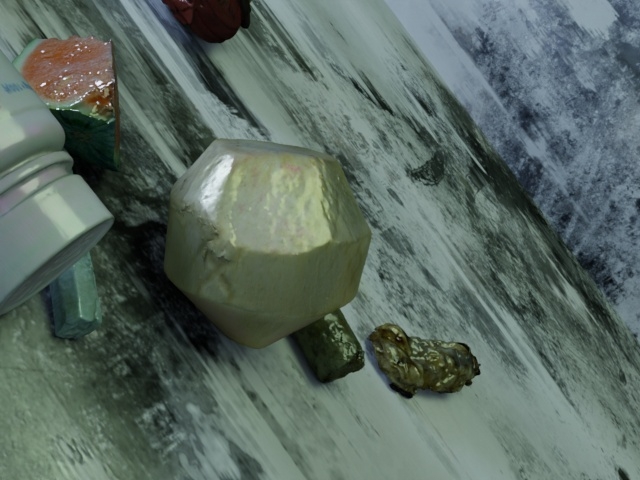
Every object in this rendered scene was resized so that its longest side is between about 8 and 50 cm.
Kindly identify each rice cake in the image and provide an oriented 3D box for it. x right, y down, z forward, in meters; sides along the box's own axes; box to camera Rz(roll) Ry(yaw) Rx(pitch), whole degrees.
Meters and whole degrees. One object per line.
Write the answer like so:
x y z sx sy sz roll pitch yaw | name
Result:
-0.272 -0.009 0.933 0.042 0.045 0.245 24 36 -48 | rice cake

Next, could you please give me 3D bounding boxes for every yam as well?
-0.006 0.109 1.227 0.078 0.078 0.179 11 46 -58 | yam

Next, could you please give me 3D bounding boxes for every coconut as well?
-0.070 0.007 1.084 0.259 0.259 0.259 41 25 -24 | coconut

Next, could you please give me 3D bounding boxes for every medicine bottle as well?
-0.326 -0.089 0.789 0.293 0.170 0.170 51 23 -2 | medicine bottle

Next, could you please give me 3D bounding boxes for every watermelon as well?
-0.281 -0.141 1.051 0.231 0.128 0.146 -110 -177 -51 | watermelon

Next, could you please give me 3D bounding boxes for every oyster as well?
0.191 0.194 1.488 0.345 0.078 0.129 14 35 -52 | oyster

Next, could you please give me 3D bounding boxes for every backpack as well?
-0.213 -0.447 1.574 0.229 0.138 0.229 -23 90 -79 | backpack

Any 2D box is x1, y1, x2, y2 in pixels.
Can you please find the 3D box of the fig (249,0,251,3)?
-0.161 -0.522 1.819 0.084 0.098 0.082 37 23 -58 | fig
